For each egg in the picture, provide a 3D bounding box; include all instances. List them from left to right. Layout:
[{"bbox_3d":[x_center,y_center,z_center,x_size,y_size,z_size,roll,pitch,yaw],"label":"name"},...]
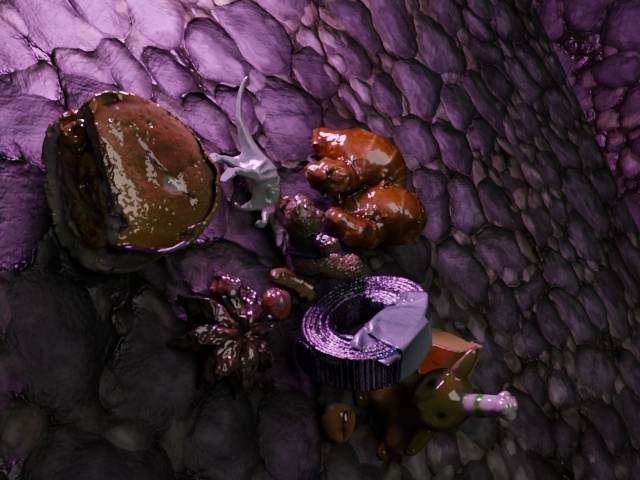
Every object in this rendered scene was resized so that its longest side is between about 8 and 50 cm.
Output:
[{"bbox_3d":[0.038,0.381,1.521,0.071,0.071,0.083,10,77,-39],"label":"egg"}]

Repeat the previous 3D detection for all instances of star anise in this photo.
[{"bbox_3d":[-0.172,0.175,1.413,0.223,0.109,0.236,-39,99,-42],"label":"star anise"}]

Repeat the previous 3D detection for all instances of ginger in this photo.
[{"bbox_3d":[-0.054,0.092,1.608,0.137,0.044,0.057,29,69,-27],"label":"ginger"},{"bbox_3d":[0.098,-0.131,1.796,0.274,0.152,0.358,-18,80,-26],"label":"ginger"}]

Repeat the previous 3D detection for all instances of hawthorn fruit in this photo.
[{"bbox_3d":[-0.092,0.152,1.537,0.066,0.066,0.103,-8,101,-45],"label":"hawthorn fruit"}]

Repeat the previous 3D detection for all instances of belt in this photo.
[{"bbox_3d":[0.103,0.191,1.546,0.325,0.260,0.122,-35,130,-45],"label":"belt"}]

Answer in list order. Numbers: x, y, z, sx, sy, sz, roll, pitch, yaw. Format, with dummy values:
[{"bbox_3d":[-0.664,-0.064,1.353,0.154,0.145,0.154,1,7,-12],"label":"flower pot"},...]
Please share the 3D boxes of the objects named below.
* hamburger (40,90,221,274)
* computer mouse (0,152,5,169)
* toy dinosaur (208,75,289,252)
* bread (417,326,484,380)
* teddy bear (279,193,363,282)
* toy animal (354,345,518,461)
[{"bbox_3d":[-0.337,-0.105,1.340,0.276,0.195,0.318,-2,73,-46],"label":"hamburger"},{"bbox_3d":[-0.622,-0.135,1.153,0.231,0.126,0.071,-4,51,-39],"label":"computer mouse"},{"bbox_3d":[-0.160,-0.166,1.595,0.205,0.092,0.393,9,65,-50],"label":"toy dinosaur"},{"bbox_3d":[0.295,0.296,1.817,0.140,0.169,0.160,-6,32,-45],"label":"bread"},{"bbox_3d":[-0.012,0.016,1.596,0.129,0.182,0.251,-47,120,-23],"label":"teddy bear"},{"bbox_3d":[0.227,0.339,1.528,0.180,0.363,0.181,-10,72,-31],"label":"toy animal"}]
